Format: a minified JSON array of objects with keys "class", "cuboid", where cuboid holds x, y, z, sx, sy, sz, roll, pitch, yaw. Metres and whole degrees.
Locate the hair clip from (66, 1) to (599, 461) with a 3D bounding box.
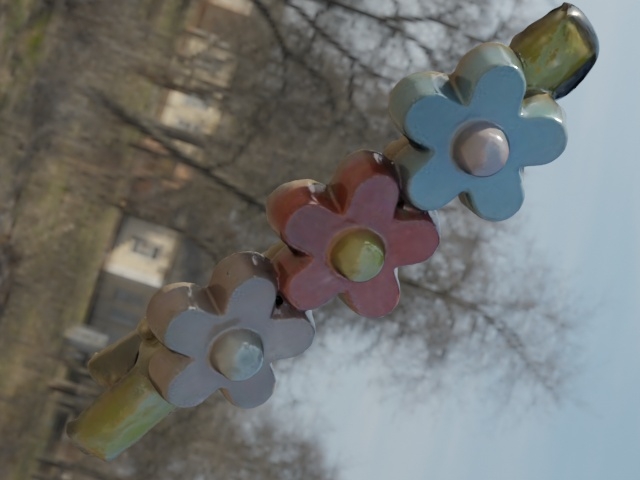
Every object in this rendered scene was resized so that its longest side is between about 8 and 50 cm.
[{"class":"hair clip","cuboid":[0.001,0.004,0.422,0.214,0.062,0.056,-35,-147,17]}]
